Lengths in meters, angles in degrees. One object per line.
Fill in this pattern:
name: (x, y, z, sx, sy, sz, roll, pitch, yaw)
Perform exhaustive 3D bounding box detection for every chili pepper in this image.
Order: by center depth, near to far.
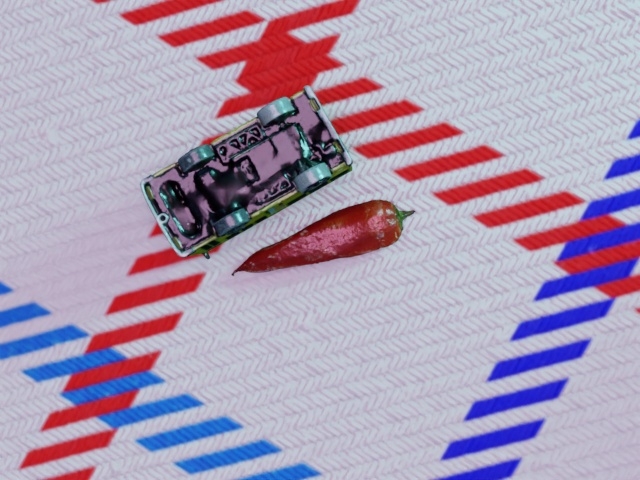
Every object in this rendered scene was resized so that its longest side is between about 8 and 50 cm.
chili pepper: (0.000, 0.000, 1.698, 0.178, 0.027, 0.045, -16, 89, 10)

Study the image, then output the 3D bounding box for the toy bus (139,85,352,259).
toy bus: (-0.063, -0.056, 1.669, 0.175, 0.101, 0.088, -29, 86, 3)
